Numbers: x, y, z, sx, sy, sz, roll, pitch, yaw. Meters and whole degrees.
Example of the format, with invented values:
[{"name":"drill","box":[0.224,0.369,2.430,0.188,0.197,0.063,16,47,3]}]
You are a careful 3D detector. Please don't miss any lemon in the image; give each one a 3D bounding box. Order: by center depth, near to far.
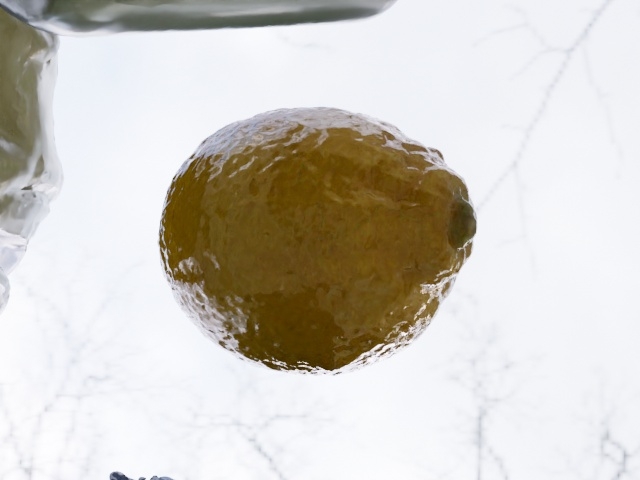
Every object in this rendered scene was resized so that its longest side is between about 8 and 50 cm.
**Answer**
[{"name":"lemon","box":[0.000,0.000,0.914,0.142,0.187,0.142,5,-96,-53]}]

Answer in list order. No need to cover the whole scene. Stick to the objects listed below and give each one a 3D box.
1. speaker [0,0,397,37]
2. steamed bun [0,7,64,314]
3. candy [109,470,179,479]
[{"name":"speaker","box":[-0.034,-0.276,0.667,0.184,0.183,0.406,-14,-47,-42]},{"name":"steamed bun","box":[-0.285,-0.020,1.026,0.394,0.346,0.237,-36,-79,-9]},{"name":"candy","box":[0.008,0.225,1.004,0.187,0.331,0.077,-59,-12,-65]}]
